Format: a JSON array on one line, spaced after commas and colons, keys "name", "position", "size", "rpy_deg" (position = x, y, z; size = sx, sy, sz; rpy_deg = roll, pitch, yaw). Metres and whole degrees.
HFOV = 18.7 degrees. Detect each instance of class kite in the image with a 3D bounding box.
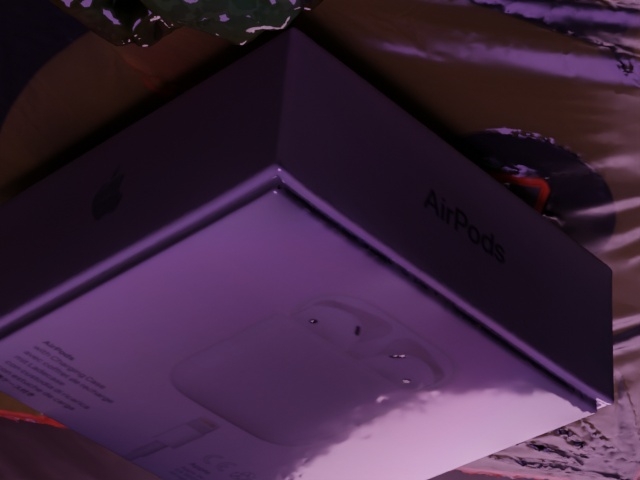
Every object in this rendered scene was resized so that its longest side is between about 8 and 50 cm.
[{"name": "kite", "position": [0.000, -0.002, 0.554], "size": [0.377, 0.013, 0.327], "rpy_deg": [-26, 133, 32]}]

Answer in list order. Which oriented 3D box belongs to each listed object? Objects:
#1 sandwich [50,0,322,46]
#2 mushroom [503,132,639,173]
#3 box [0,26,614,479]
[{"name": "sandwich", "position": [-0.008, -0.130, 0.329], "size": [0.160, 0.109, 0.185], "rpy_deg": [-13, 142, 24]}, {"name": "mushroom", "position": [0.140, -0.049, 0.507], "size": [0.286, 0.028, 0.026], "rpy_deg": [-13, 145, 22]}, {"name": "box", "position": [-0.010, 0.020, 0.531], "size": [0.129, 0.051, 0.130], "rpy_deg": [-28, 133, 35]}]
